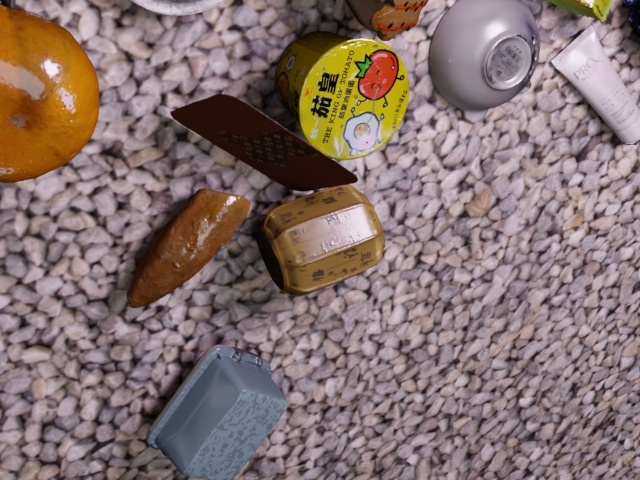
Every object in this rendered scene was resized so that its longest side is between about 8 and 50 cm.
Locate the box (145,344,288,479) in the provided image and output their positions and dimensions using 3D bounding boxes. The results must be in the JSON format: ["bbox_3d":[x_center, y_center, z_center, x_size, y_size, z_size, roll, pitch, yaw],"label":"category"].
[{"bbox_3d":[-0.175,0.300,1.556,0.227,0.130,0.162,-53,140,8],"label":"box"}]

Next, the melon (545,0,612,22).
[{"bbox_3d":[0.397,-0.474,1.424,0.265,0.129,0.169,22,89,-62],"label":"melon"}]

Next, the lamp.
[{"bbox_3d":[0.000,0.000,1.467,0.185,0.161,0.161,-23,123,-14],"label":"lamp"}]

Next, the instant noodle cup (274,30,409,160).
[{"bbox_3d":[0.022,-0.230,1.363,0.182,0.144,0.182,-12,120,-21],"label":"instant noodle cup"}]

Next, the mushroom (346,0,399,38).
[{"bbox_3d":[0.106,-0.420,1.292,0.173,0.162,0.236,-38,127,-1],"label":"mushroom"}]

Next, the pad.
[{"bbox_3d":[-0.083,-0.139,1.354,0.267,0.181,0.004,29,70,-33],"label":"pad"}]

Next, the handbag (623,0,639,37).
[{"bbox_3d":[0.645,-0.381,1.602,0.162,0.113,0.260,-46,133,11],"label":"handbag"}]

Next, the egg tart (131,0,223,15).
[{"bbox_3d":[-0.185,-0.410,1.202,0.234,0.094,0.234,-10,120,-18],"label":"egg tart"}]

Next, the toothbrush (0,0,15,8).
[{"bbox_3d":[-0.387,-0.434,1.131,0.030,0.030,0.298,5,114,-17],"label":"toothbrush"}]

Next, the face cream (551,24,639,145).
[{"bbox_3d":[0.512,-0.271,1.633,0.092,0.058,0.243,-44,119,7],"label":"face cream"}]

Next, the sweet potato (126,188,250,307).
[{"bbox_3d":[-0.214,0.010,1.416,0.252,0.097,0.097,-46,125,8],"label":"sweet potato"}]

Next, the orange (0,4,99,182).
[{"bbox_3d":[-0.405,-0.192,1.162,0.240,0.171,0.240,-9,130,-11],"label":"orange"}]

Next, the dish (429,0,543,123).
[{"bbox_3d":[0.298,-0.307,1.489,0.227,0.086,0.236,-29,125,-9],"label":"dish"}]

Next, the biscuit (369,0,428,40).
[{"bbox_3d":[0.122,-0.332,1.264,0.119,0.019,0.130,-20,151,-52],"label":"biscuit"}]
